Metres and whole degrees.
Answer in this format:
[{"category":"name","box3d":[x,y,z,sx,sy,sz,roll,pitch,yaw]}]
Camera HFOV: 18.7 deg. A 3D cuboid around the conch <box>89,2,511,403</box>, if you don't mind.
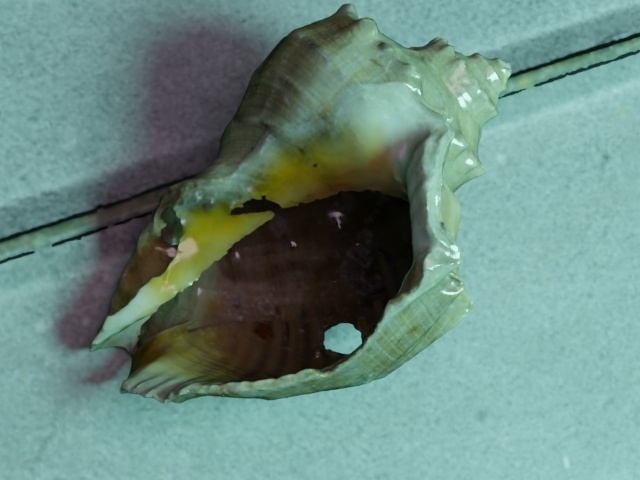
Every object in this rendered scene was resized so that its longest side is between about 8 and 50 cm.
[{"category":"conch","box3d":[0.009,0.004,1.271,0.186,0.263,0.324,33,104,-30]}]
